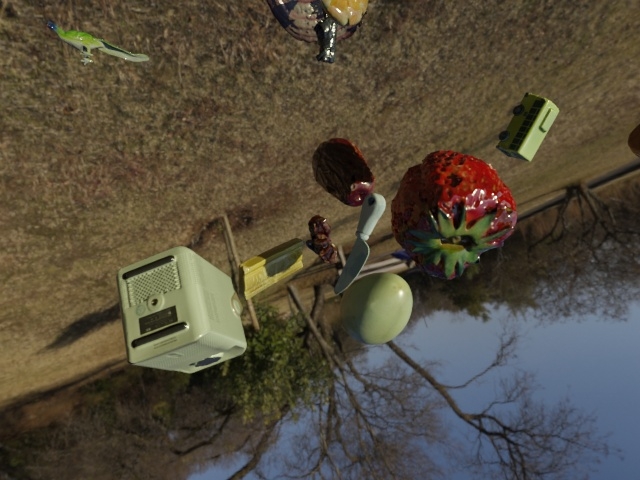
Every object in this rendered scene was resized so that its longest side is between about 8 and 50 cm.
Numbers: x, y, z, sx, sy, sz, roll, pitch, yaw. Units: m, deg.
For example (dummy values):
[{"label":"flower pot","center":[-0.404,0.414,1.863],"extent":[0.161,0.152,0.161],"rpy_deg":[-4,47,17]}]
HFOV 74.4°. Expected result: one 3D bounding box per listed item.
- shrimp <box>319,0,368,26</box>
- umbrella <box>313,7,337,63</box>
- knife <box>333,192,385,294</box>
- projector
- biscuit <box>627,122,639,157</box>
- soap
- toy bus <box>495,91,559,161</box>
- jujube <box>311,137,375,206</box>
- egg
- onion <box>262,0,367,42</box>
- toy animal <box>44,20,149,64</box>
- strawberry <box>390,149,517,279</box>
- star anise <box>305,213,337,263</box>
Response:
[{"label":"shrimp","center":[0.057,-0.574,0.898],"extent":[0.145,0.267,0.061],"rpy_deg":[33,159,-27]},{"label":"umbrella","center":[0.022,-0.621,1.189],"extent":[0.071,0.224,0.080],"rpy_deg":[12,-162,8]},{"label":"knife","center":[0.118,0.020,1.256],"extent":[0.044,0.331,0.080],"rpy_deg":[10,-168,-45]},{"label":"projector","center":[-0.249,0.142,0.797],"extent":[0.163,0.177,0.242],"rpy_deg":[-20,158,2]},{"label":"biscuit","center":[0.810,-0.303,0.838],"extent":[0.351,0.057,0.312],"rpy_deg":[-34,-152,51]},{"label":"soap","center":[-0.130,0.071,1.149],"extent":[0.037,0.092,0.252],"rpy_deg":[17,-154,29]},{"label":"toy bus","center":[0.597,-0.324,1.212],"extent":[0.088,0.175,0.101],"rpy_deg":[18,-166,-36]},{"label":"jujube","center":[0.097,-0.269,1.671],"extent":[0.216,0.342,0.216],"rpy_deg":[-13,131,-15]},{"label":"egg","center":[0.182,0.211,1.349],"extent":[0.218,0.218,0.295],"rpy_deg":[-14,156,-29]},{"label":"onion","center":[-0.008,-0.756,1.290],"extent":[0.314,0.146,0.280],"rpy_deg":[-9,141,14]},{"label":"toy animal","center":[-0.514,-0.439,0.977],"extent":[0.216,0.075,0.041],"rpy_deg":[11,150,-29]},{"label":"strawberry","center":[0.262,-0.074,0.882],"extent":[0.250,0.238,0.288],"rpy_deg":[-30,-152,31]},{"label":"star anise","center":[0.000,0.000,1.811],"extent":[0.125,0.220,0.190],"rpy_deg":[-16,-175,-13]}]
